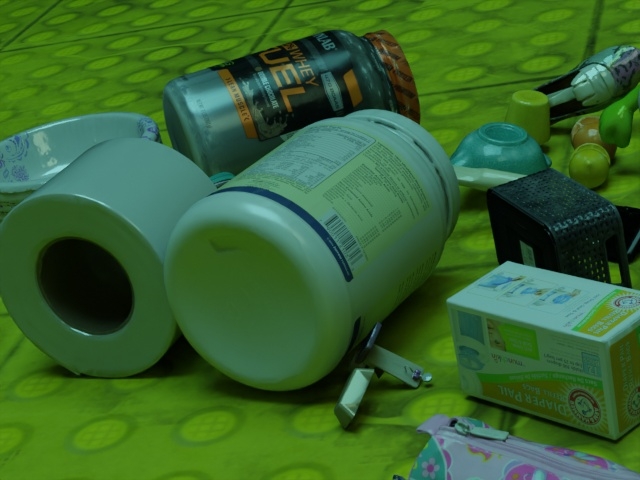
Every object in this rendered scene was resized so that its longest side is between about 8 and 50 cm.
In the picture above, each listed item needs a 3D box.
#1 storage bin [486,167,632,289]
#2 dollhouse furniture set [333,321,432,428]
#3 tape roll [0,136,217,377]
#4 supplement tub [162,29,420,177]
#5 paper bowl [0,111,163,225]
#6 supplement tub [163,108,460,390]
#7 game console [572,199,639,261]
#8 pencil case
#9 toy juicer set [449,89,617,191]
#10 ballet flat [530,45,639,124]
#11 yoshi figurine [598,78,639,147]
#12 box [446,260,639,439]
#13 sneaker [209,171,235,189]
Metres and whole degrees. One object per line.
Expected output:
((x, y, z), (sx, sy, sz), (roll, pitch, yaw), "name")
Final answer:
((0.268, 0.004, 1.801), (0.084, 0.122, 0.180), (-18, 23, -13), "storage bin")
((0.062, 0.167, 1.684), (0.081, 0.091, 0.114), (28, 56, -2), "dollhouse furniture set")
((-0.243, 0.019, 1.897), (0.246, 0.246, 0.169), (-2, 26, 26), "tape roll")
((-0.041, -0.179, 2.290), (0.338, 0.207, 0.207), (-19, 23, -13), "supplement tub")
((-0.354, -0.070, 2.289), (0.284, 0.148, 0.284), (-12, 22, 5), "paper bowl")
((0.000, 0.000, 1.809), (0.235, 0.235, 0.325), (2, 26, 33), "supplement tub")
((0.363, -0.010, 1.923), (0.122, 0.071, 0.107), (13, 64, 48), "game console")
((0.199, 0.227, 1.326), (0.124, 0.124, 0.284), (-31, 29, -36), "pencil case")
((0.267, -0.092, 2.094), (0.209, 0.090, 0.329), (22, 34, 30), "toy juicer set")
((0.356, -0.207, 2.238), (0.221, 0.077, 0.079), (-23, 1, 41), "ballet flat")
((0.472, -0.148, 2.030), (0.203, 0.203, 0.362), (-41, -1, 23), "yoshi figurine")
((0.240, 0.106, 1.586), (0.103, 0.114, 0.203), (-29, 28, -36), "box")
((-0.054, -0.031, 2.078), (0.295, 0.124, 0.178), (-1, 0, -26), "sneaker")
